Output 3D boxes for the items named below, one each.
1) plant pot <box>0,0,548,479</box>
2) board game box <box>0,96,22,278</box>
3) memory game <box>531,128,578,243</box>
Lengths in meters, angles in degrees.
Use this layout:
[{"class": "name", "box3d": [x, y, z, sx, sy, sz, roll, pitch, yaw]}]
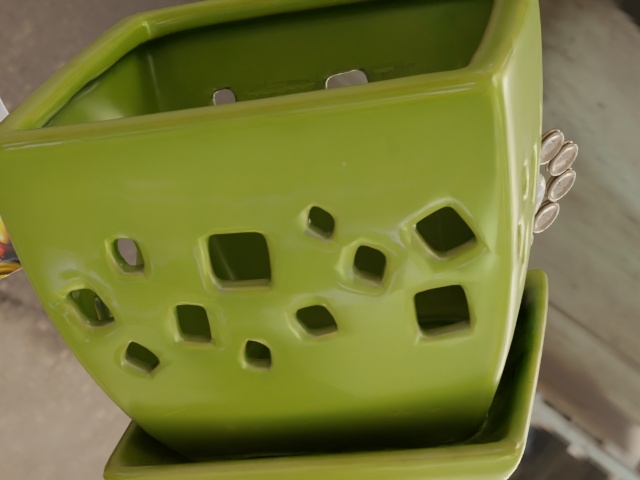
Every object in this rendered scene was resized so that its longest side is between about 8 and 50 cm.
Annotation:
[{"class": "plant pot", "box3d": [0.000, 0.000, 0.730, 0.228, 0.227, 0.207, -63, 145, -66]}, {"class": "board game box", "box3d": [-0.336, -0.072, 1.180, 0.193, 0.053, 0.305, -28, 134, -7]}, {"class": "memory game", "box3d": [0.171, -0.027, 1.421, 0.186, 0.012, 0.186, -32, 147, -24]}]
